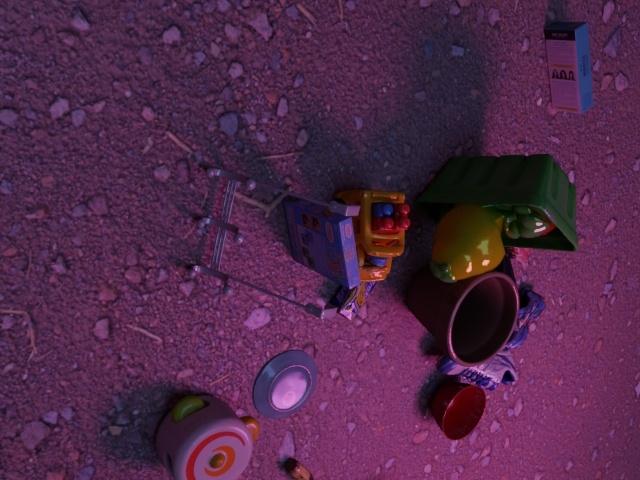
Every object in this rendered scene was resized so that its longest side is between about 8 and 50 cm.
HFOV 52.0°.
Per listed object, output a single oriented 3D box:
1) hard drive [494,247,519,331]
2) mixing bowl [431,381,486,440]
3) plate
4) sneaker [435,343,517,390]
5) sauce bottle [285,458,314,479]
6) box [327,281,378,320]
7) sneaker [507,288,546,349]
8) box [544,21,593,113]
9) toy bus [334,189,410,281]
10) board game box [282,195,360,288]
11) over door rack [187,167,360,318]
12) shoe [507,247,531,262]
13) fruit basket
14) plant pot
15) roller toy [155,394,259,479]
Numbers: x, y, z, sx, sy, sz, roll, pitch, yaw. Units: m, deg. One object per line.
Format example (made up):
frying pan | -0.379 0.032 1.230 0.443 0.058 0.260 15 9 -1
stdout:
hard drive | 0.538 0.134 1.919 0.254 0.054 0.171 61 31 -42
mixing bowl | 0.403 0.498 1.984 0.182 0.098 0.181 -13 115 -31
plate | -0.080 0.364 1.636 0.188 0.024 0.188 -13 113 -33
sneaker | 0.471 0.375 1.921 0.297 0.130 0.112 0 149 -34
sauce bottle | -0.047 0.625 1.743 0.042 0.042 0.128 -47 125 -13
box | 0.093 0.114 1.646 0.054 0.059 0.168 40 82 -37
sneaker | 0.618 0.246 2.072 0.087 0.083 0.221 41 76 -25
box | 0.697 -0.483 1.838 0.060 0.101 0.244 -32 123 -24
toy bus | 0.130 -0.014 1.503 0.150 0.211 0.220 2 87 -26
board game box | 0.000 0.000 1.440 0.039 0.212 0.160 -24 120 -28
over door rack | -0.106 0.002 1.312 0.108 0.325 0.239 -23 128 -71
shoe | 0.578 0.016 1.957 0.178 0.064 0.081 17 91 -43
fruit basket | 0.414 -0.027 1.629 0.283 0.392 0.392 36 84 -39
plant pot | 0.354 0.172 1.746 0.263 0.229 0.262 -14 114 -32
roller toy | -0.254 0.460 1.467 0.209 0.146 0.191 26 91 -39
